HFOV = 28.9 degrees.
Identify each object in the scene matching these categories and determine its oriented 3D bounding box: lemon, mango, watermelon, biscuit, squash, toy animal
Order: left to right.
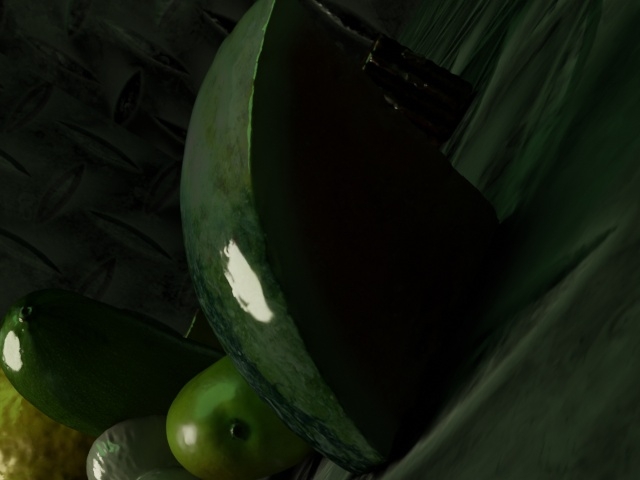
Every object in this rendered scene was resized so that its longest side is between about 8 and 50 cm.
[{"bbox_3d":[-0.357,0.296,1.717,0.349,0.350,0.387,-58,7,10],"label":"lemon"},{"bbox_3d":[-0.147,0.122,1.056,0.107,0.107,0.395,-59,-29,0],"label":"squash"},{"bbox_3d":[-0.099,0.234,0.909,0.104,0.130,0.220,-27,32,-3],"label":"toy animal"},{"bbox_3d":[-0.053,0.125,0.877,0.117,0.089,0.163,-32,-2,-29],"label":"mango"},{"bbox_3d":[0.000,0.000,0.710,0.176,0.260,0.256,-44,23,7],"label":"watermelon"},{"bbox_3d":[0.076,-0.139,1.276,0.070,0.106,0.252,-61,3,-4],"label":"biscuit"}]

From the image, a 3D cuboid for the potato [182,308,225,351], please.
[{"bbox_3d":[-0.161,0.233,1.395,0.255,0.112,0.269,-64,3,-20],"label":"potato"}]
